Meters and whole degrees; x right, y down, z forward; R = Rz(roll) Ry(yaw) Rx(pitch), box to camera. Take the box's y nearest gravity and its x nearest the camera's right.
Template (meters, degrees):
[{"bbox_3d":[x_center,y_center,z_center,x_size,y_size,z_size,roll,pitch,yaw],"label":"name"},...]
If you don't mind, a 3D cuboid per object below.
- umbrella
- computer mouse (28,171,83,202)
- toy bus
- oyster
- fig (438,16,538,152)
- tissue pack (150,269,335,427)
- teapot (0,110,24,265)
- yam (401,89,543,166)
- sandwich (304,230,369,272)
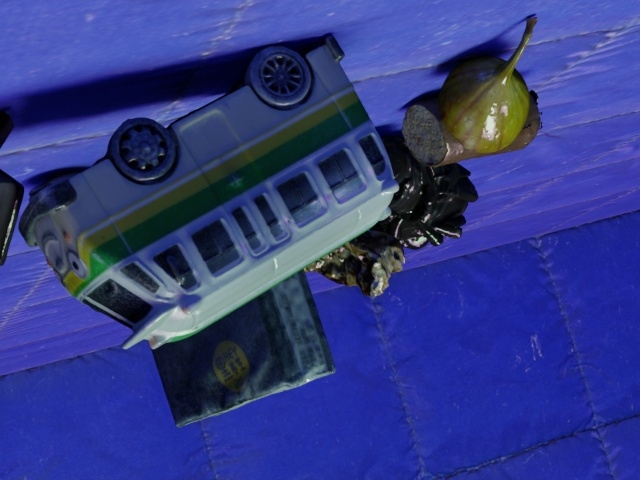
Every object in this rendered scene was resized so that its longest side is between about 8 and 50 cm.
[{"bbox_3d":[0.117,-0.061,1.733,0.154,0.128,0.336,-14,170,-1],"label":"umbrella"},{"bbox_3d":[-0.235,-0.043,1.370,0.066,0.039,0.096,-21,158,27],"label":"computer mouse"},{"bbox_3d":[-0.082,-0.031,1.140,0.276,0.164,0.133,-32,178,-23],"label":"toy bus"},{"bbox_3d":[0.000,0.000,1.740,0.214,0.083,0.223,26,177,10],"label":"oyster"},{"bbox_3d":[0.153,-0.154,1.352,0.093,0.093,0.166,-16,145,-3],"label":"fig"},{"bbox_3d":[-0.101,0.032,1.376,0.081,0.257,0.185,-12,171,-45],"label":"tissue pack"},{"bbox_3d":[-0.273,-0.017,1.099,0.096,0.087,0.177,-16,132,-55],"label":"teapot"},{"bbox_3d":[0.160,-0.122,1.519,0.127,0.084,0.084,-16,174,-28],"label":"yam"},{"bbox_3d":[-0.026,-0.009,1.972,0.090,0.088,0.244,-32,162,35],"label":"sandwich"}]
